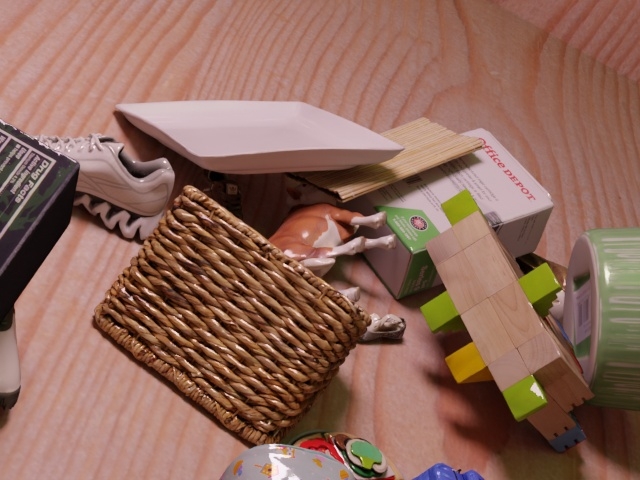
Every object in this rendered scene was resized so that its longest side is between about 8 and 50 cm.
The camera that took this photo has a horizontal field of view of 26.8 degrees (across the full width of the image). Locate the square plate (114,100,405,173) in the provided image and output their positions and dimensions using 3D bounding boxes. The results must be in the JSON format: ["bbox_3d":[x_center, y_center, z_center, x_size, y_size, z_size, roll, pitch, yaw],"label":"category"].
[{"bbox_3d":[-0.101,-0.161,2.091,0.347,0.049,0.344,-4,20,-29],"label":"square plate"}]

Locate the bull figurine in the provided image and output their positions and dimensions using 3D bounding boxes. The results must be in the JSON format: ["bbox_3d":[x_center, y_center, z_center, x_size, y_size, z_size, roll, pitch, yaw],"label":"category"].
[{"bbox_3d":[0.000,0.000,2.010,0.188,0.101,0.310,1,30,21],"label":"bull figurine"}]

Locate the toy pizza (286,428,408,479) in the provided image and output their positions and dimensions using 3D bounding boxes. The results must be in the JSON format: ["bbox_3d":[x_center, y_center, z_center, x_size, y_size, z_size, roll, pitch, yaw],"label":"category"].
[{"bbox_3d":[0.045,0.306,1.678,0.201,0.032,0.201,24,30,-14],"label":"toy pizza"}]

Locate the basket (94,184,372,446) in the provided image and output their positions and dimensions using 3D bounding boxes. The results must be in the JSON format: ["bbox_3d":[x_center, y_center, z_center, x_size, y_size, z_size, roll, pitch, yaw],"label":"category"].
[{"bbox_3d":[-0.111,0.104,1.774,0.299,0.223,0.213,35,-2,7],"label":"basket"}]

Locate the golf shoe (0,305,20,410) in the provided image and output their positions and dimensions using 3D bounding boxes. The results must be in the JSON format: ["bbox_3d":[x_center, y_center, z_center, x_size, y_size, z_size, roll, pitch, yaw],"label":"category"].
[{"bbox_3d":[-0.395,0.071,1.534,0.105,0.120,0.273,10,37,-37],"label":"golf shoe"}]

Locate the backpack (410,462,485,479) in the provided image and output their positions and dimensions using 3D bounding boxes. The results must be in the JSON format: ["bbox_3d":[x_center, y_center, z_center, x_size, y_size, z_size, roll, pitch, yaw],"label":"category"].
[{"bbox_3d":[0.166,0.331,1.665,0.120,0.101,0.098,42,17,-27],"label":"backpack"}]

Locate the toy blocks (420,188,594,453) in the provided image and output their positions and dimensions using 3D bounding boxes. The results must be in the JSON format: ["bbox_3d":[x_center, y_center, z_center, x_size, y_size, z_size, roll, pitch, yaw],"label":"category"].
[{"bbox_3d":[0.297,0.141,1.995,0.261,0.191,0.381,45,16,-49],"label":"toy blocks"}]

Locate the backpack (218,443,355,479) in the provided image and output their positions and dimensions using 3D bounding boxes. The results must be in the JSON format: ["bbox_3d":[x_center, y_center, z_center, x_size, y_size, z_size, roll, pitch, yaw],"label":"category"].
[{"bbox_3d":[-0.045,0.311,1.422,0.166,0.188,0.144,23,30,-18],"label":"backpack"}]

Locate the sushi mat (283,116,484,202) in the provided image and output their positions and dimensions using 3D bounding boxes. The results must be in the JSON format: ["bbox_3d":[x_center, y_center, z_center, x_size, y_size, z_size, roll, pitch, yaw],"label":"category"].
[{"bbox_3d":[0.104,-0.133,2.144,0.317,0.019,0.151,-22,32,-35],"label":"sushi mat"}]

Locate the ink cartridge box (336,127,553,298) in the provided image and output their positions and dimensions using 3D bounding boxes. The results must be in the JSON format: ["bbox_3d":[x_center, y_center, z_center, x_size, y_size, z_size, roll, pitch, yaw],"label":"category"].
[{"bbox_3d":[0.199,-0.049,2.191,0.289,0.121,0.211,-17,51,-27],"label":"ink cartridge box"}]

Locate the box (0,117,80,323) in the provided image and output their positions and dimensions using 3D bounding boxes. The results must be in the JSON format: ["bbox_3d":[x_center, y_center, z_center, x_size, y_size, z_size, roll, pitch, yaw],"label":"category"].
[{"bbox_3d":[-0.456,-0.010,1.407,0.294,0.182,0.296,31,65,1],"label":"box"}]

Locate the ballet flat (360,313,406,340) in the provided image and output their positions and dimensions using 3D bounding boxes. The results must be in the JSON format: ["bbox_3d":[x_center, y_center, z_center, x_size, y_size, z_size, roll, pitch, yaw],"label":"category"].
[{"bbox_3d":[0.084,0.125,1.991,0.114,0.041,0.041,2,40,-42],"label":"ballet flat"}]

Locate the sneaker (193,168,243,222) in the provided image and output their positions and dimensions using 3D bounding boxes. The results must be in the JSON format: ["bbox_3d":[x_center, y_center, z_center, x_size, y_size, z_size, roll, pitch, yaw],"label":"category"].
[{"bbox_3d":[-0.149,-0.053,2.009,0.066,0.071,0.188,12,34,-31],"label":"sneaker"}]

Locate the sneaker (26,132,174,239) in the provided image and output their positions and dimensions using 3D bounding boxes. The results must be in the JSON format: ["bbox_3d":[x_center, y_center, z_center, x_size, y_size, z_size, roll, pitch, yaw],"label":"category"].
[{"bbox_3d":[-0.341,-0.106,1.863,0.292,0.118,0.110,19,33,-19],"label":"sneaker"}]

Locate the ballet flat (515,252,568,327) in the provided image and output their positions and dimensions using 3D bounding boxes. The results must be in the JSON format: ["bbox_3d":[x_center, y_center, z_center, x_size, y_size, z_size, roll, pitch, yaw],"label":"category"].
[{"bbox_3d":[0.341,0.072,2.259,0.342,0.116,0.124,38,43,16],"label":"ballet flat"}]

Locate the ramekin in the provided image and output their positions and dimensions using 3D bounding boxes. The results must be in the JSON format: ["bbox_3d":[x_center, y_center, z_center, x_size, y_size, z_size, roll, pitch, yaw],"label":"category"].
[{"bbox_3d":[0.470,0.119,2.066,0.148,0.303,0.303,2,32,-1],"label":"ramekin"}]
